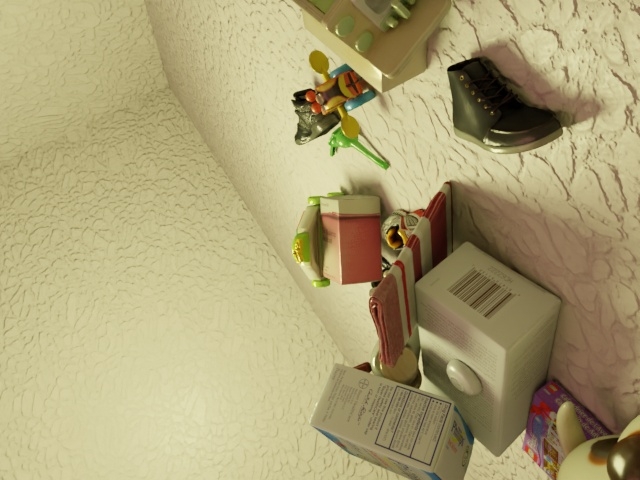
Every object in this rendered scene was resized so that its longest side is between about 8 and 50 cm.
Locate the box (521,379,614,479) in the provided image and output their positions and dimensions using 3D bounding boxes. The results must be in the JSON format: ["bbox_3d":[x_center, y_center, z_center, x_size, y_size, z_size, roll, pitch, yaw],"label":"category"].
[{"bbox_3d":[0.539,0.452,1.236,0.201,0.057,0.293,46,160,38],"label":"box"}]

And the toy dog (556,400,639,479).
[{"bbox_3d":[0.519,0.376,0.837,0.408,0.284,0.395,81,179,-53],"label":"toy dog"}]

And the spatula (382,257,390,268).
[{"bbox_3d":[0.207,0.094,1.716,0.296,0.030,0.084,47,148,47],"label":"spatula"}]

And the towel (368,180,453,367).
[{"bbox_3d":[0.192,0.066,1.165,0.037,0.329,0.237,18,144,27],"label":"towel"}]

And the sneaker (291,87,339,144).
[{"bbox_3d":[-0.032,-0.340,1.582,0.130,0.087,0.227,63,163,-3],"label":"sneaker"}]

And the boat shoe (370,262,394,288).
[{"bbox_3d":[0.218,0.099,1.554,0.254,0.079,0.095,-11,100,65],"label":"boat shoe"}]

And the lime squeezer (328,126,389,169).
[{"bbox_3d":[0.071,-0.252,1.497,0.110,0.059,0.310,33,177,-28],"label":"lime squeezer"}]

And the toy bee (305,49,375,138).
[{"bbox_3d":[0.030,-0.328,1.236,0.195,0.162,0.298,59,166,12],"label":"toy bee"}]

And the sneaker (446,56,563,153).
[{"bbox_3d":[0.258,-0.204,0.856,0.222,0.083,0.118,36,152,61],"label":"sneaker"}]

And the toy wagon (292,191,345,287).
[{"bbox_3d":[0.000,0.000,1.699,0.068,0.344,0.267,2,100,30],"label":"toy wagon"}]

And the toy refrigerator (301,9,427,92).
[{"bbox_3d":[0.074,-0.396,1.068,0.269,0.102,0.094,51,163,33],"label":"toy refrigerator"}]

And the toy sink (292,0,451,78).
[{"bbox_3d":[0.062,-0.395,0.916,0.131,0.153,0.234,15,-150,-52],"label":"toy sink"}]

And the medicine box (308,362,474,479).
[{"bbox_3d":[0.165,0.419,1.273,0.289,0.149,0.263,12,154,31],"label":"medicine box"}]

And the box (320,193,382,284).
[{"bbox_3d":[0.083,-0.007,1.588,0.148,0.127,0.232,-161,67,-70],"label":"box"}]

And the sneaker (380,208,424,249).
[{"bbox_3d":[0.191,-0.024,1.418,0.088,0.092,0.225,61,166,-2],"label":"sneaker"}]

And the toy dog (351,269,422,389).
[{"bbox_3d":[0.158,0.211,1.366,0.334,0.161,0.220,-75,-20,-49],"label":"toy dog"}]

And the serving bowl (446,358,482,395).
[{"bbox_3d":[0.282,0.279,1.153,0.083,0.027,0.083,45,158,24],"label":"serving bowl"}]

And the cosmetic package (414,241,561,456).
[{"bbox_3d":[0.348,0.245,1.230,0.230,0.161,0.453,38,155,37],"label":"cosmetic package"}]
